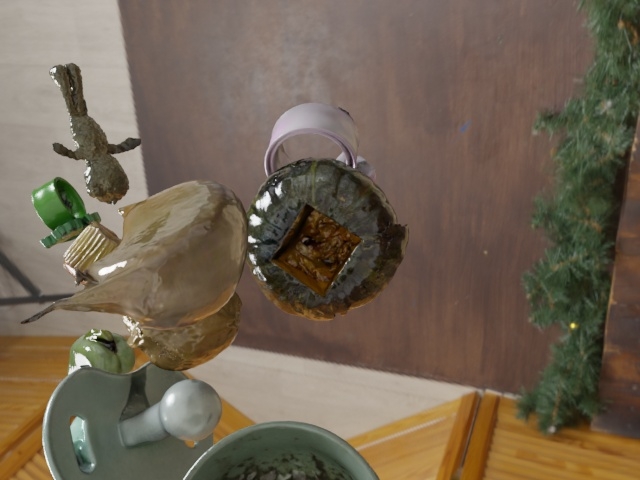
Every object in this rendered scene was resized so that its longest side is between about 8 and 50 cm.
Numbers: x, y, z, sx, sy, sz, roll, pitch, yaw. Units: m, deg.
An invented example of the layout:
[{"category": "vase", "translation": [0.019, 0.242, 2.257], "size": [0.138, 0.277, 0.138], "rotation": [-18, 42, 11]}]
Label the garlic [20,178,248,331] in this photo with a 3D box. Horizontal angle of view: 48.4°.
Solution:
[{"category": "garlic", "translation": [-0.189, 0.032, 0.855], "size": [0.196, 0.338, 0.151], "rotation": [-1, 113, 3]}]

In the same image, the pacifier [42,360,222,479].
[{"category": "pacifier", "translation": [-0.266, 0.316, 1.161], "size": [0.269, 0.343, 0.288], "rotation": [-28, 73, 34]}]

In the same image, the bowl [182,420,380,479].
[{"category": "bowl", "translation": [-0.039, 0.386, 0.896], "size": [0.289, 0.289, 0.146], "rotation": [7, 155, 19]}]

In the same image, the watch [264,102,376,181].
[{"category": "watch", "translation": [-0.027, -0.169, 1.502], "size": [0.248, 0.211, 0.217], "rotation": [-18, 125, 23]}]

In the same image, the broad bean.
[{"category": "broad bean", "translation": [-0.485, 0.277, 1.546], "size": [0.169, 0.100, 0.228], "rotation": [41, 125, 26]}]

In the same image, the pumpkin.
[{"category": "pumpkin", "translation": [0.000, 0.000, 1.367], "size": [0.320, 0.192, 0.320], "rotation": [2, 104, 9]}]

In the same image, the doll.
[{"category": "doll", "translation": [-0.484, -0.214, 1.462], "size": [0.091, 0.203, 0.286], "rotation": [-22, 116, 22]}]

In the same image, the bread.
[{"category": "bread", "translation": [-0.383, 0.045, 1.288], "size": [0.132, 0.190, 0.114], "rotation": [35, 87, 4]}]

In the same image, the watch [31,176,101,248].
[{"category": "watch", "translation": [-0.621, -0.077, 1.712], "size": [0.131, 0.165, 0.152], "rotation": [-28, 91, 7]}]

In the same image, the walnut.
[{"category": "walnut", "translation": [-0.239, 0.126, 1.233], "size": [0.198, 0.245, 0.198], "rotation": [3, 101, 16]}]
